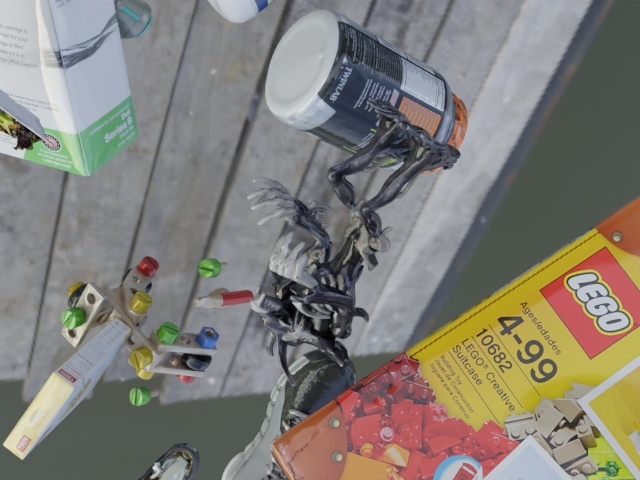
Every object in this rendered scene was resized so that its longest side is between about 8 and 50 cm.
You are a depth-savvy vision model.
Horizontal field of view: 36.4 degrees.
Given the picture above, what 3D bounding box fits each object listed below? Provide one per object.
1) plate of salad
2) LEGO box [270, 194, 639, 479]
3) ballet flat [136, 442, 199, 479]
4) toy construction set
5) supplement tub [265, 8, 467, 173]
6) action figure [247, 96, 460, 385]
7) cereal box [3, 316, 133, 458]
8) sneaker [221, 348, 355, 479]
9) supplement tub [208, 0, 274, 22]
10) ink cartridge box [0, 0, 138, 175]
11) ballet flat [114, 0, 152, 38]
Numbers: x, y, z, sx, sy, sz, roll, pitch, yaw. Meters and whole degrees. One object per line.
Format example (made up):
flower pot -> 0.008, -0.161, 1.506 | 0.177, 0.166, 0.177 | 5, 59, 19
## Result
plate of salad -> -0.368, -0.153, 1.017 | 0.048, 0.200, 0.200 | -54, 137, -6
LEGO box -> 0.248, 0.279, 0.786 | 0.373, 0.500, 0.193 | -33, 168, -9
ballet flat -> -0.246, 0.369, 1.381 | 0.203, 0.074, 0.074 | -47, 145, -23
toy construction set -> -0.306, 0.140, 1.716 | 0.309, 0.257, 0.237 | -25, 169, 30
supplement tub -> 0.083, -0.232, 1.601 | 0.316, 0.193, 0.193 | 23, 121, -36
action figure -> 0.000, 0.000, 0.894 | 0.141, 0.164, 0.275 | 24, 105, -34
cereal box -> -0.415, 0.241, 1.619 | 0.047, 0.240, 0.173 | 38, 112, -1
sneaker -> -0.025, 0.228, 0.981 | 0.086, 0.132, 0.228 | 22, 115, -18
supplement tub -> -0.039, -0.432, 1.115 | 0.325, 0.235, 0.235 | -37, 138, 0
ink cartridge box -> -0.364, -0.250, 1.227 | 0.121, 0.211, 0.289 | -48, 146, -44
ballet flat -> -0.301, -0.315, 1.309 | 0.068, 0.213, 0.072 | 32, 82, -40
